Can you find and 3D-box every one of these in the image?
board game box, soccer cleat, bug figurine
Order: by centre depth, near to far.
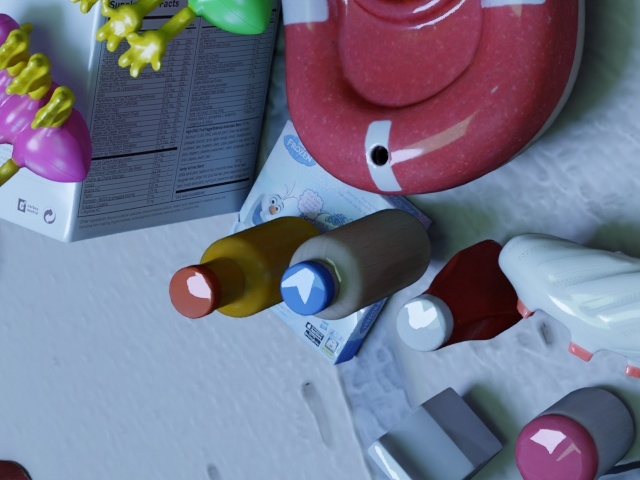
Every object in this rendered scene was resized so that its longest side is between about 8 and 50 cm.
[{"bbox_3d":[-0.130,-0.140,0.827,0.279,0.072,0.216,-37,83,27],"label":"bug figurine"},{"bbox_3d":[0.171,0.033,0.833,0.196,0.068,0.076,28,107,21],"label":"soccer cleat"},{"bbox_3d":[0.000,0.000,0.971,0.090,0.020,0.090,41,118,23],"label":"board game box"}]

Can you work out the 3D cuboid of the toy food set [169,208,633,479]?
[{"bbox_3d":[0.046,0.067,0.881,0.232,0.104,0.111,49,119,11],"label":"toy food set"}]

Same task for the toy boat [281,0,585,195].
[{"bbox_3d":[0.026,-0.134,0.851,0.151,0.151,0.231,-2,96,36],"label":"toy boat"}]

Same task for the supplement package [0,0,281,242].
[{"bbox_3d":[-0.136,-0.129,0.967,0.194,0.149,0.203,19,108,30],"label":"supplement package"}]

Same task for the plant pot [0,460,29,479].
[{"bbox_3d":[-0.333,0.278,1.116,0.267,0.235,0.267,-1,97,36],"label":"plant pot"}]
